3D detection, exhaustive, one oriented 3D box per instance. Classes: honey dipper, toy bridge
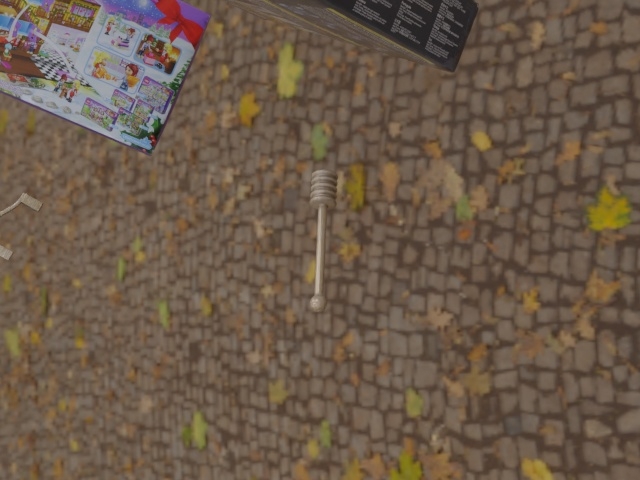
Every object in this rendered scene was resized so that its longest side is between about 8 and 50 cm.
[{"bbox_3d":[0.000,0.000,1.090,0.030,0.030,0.160,-30,49,50],"label":"honey dipper"},{"bbox_3d":[-0.493,0.009,1.531,0.188,0.063,0.026,-61,13,-10],"label":"toy bridge"}]

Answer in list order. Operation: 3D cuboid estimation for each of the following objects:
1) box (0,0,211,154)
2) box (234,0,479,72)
[{"bbox_3d":[-0.313,-0.256,1.305,0.057,0.293,0.200,-168,101,-79],"label":"box"},{"bbox_3d":[-0.061,-0.301,1.089,0.318,0.395,0.097,26,98,36],"label":"box"}]
